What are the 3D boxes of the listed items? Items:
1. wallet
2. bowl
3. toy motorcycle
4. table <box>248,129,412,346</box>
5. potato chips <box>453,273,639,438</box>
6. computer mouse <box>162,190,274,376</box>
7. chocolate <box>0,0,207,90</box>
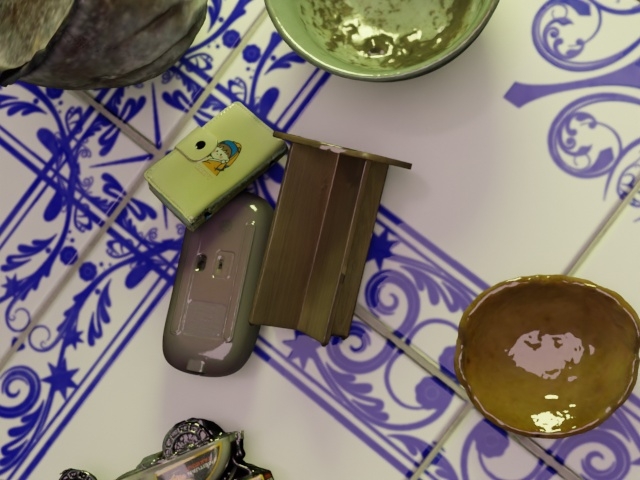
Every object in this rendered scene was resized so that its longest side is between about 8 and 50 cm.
[{"bbox_3d":[-0.128,-0.091,1.541,0.155,0.039,0.110,-40,59,-13],"label":"wallet"},{"bbox_3d":[0.086,-0.309,1.491,0.289,0.146,0.289,-2,82,14],"label":"bowl"},{"bbox_3d":[-0.190,0.308,1.501,0.263,0.091,0.157,-25,82,6],"label":"toy motorcycle"},{"bbox_3d":[0.000,0.000,1.475,0.167,0.167,0.227,15,95,14],"label":"table"},{"bbox_3d":[0.259,0.126,1.436,0.208,0.062,0.195,-36,82,5],"label":"potato chips"},{"bbox_3d":[-0.121,0.052,1.533,0.120,0.057,0.232,6,76,16],"label":"computer mouse"},{"bbox_3d":[-0.251,-0.303,1.531,0.303,0.213,0.303,-26,56,45],"label":"chocolate"}]
